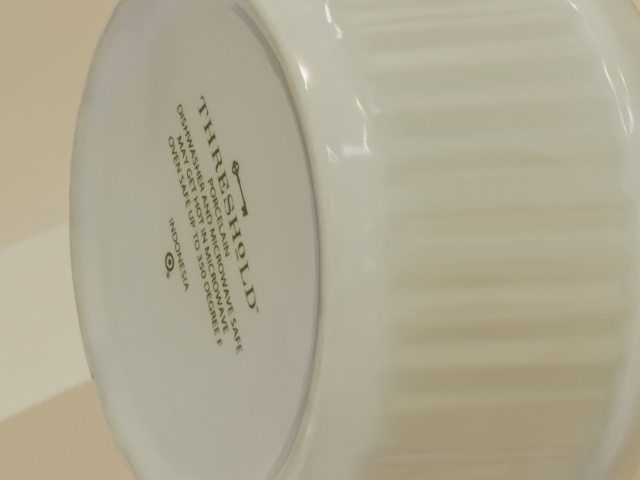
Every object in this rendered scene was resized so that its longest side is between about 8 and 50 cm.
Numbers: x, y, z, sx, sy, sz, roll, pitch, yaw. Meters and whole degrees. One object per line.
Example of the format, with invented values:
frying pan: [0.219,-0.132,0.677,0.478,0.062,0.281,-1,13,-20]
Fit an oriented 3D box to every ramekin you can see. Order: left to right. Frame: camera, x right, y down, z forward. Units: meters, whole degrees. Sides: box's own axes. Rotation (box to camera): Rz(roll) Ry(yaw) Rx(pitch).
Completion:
ramekin: [0.000,0.000,0.496,0.127,0.273,0.273,-4,-71,-31]
